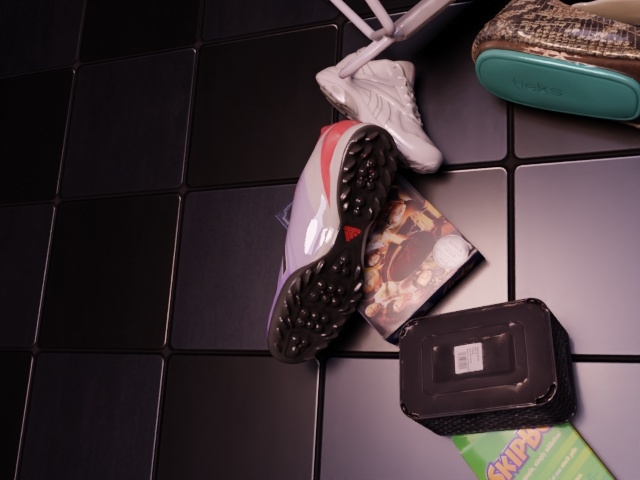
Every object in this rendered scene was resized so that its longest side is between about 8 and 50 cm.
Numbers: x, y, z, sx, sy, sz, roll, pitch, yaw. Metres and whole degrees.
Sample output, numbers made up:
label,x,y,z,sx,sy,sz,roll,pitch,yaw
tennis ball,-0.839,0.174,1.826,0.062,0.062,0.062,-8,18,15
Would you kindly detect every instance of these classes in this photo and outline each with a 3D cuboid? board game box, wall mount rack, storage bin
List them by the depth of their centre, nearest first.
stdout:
label,x,y,z,sx,sy,sz,roll,pitch,yaw
board game box,0.270,0.291,0.840,0.124,0.039,0.259,-40,66,8
storage bin,0.188,0.148,0.862,0.180,0.084,0.122,-14,57,27
wall mount rack,0.126,-0.370,0.999,0.350,0.304,0.130,-38,104,5
board game box,0.073,-0.006,1.002,0.165,0.042,0.243,-46,63,7

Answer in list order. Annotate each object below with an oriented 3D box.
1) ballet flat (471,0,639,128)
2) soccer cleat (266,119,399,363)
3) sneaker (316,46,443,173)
label,x,y,z,sx,sy,sz,roll,pitch,yaw
ballet flat,0.410,-0.188,0.854,0.483,0.164,0.182,30,74,30
soccer cleat,0.000,0.000,0.964,0.116,0.108,0.318,25,97,57
sneaker,0.097,-0.188,1.018,0.115,0.090,0.232,-43,65,4
